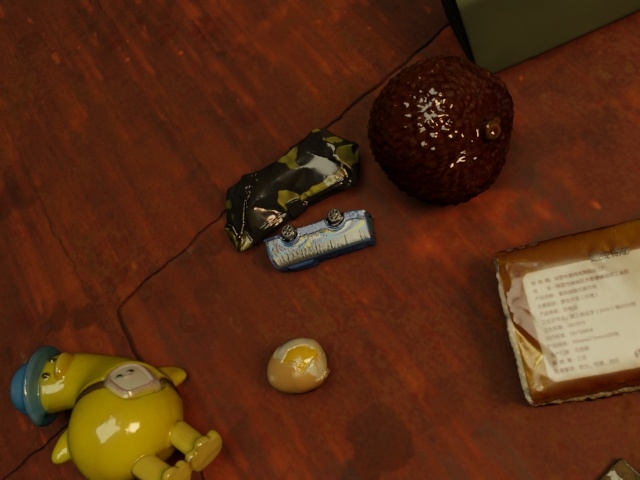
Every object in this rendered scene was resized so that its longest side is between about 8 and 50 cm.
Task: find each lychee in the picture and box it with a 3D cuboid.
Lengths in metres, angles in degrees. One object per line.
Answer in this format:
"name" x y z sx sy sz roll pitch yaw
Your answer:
"lychee" 0.147 -0.137 0.795 0.194 0.194 0.195 -7 69 19

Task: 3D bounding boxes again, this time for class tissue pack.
"tissue pack" 0.320 0.076 0.698 0.226 0.092 0.183 -15 67 17

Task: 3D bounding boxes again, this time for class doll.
"doll" -0.288 0.230 0.872 0.362 0.145 0.199 19 40 35

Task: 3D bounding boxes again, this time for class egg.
"egg" -0.031 0.163 0.817 0.083 0.071 0.071 -20 66 15

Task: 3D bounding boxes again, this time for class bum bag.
"bum bag" -0.046 -0.079 0.914 0.232 0.060 0.107 -32 72 11

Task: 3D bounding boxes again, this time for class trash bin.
"trash bin" 0.320 -0.366 0.785 0.343 0.223 0.158 -26 64 12

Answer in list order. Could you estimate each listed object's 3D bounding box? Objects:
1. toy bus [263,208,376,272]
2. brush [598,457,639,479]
"toy bus" 0.000 0.000 0.875 0.152 0.051 0.061 -19 72 14
"brush" 0.384 0.324 0.620 0.043 0.036 0.248 -43 55 -3
